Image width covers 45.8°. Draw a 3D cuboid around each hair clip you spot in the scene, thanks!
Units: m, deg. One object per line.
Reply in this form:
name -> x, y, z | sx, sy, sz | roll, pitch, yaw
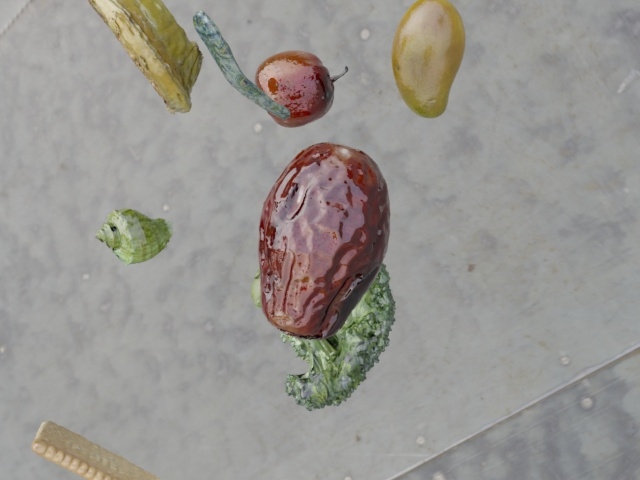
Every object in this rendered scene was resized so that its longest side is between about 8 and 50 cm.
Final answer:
hair clip -> -0.127, -0.267, 1.202 | 0.066, 0.229, 0.036 | 10, 60, 53

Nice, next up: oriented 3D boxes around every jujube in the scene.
jujube -> 0.000, 0.000, 1.129 | 0.197, 0.197, 0.290 | 21, 101, 31

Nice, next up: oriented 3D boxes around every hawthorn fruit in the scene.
hawthorn fruit -> -0.033, -0.321, 1.571 | 0.194, 0.157, 0.157 | -16, 77, 4

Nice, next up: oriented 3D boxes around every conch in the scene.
conch -> -0.288, -0.006, 1.176 | 0.074, 0.121, 0.089 | 14, 105, 59

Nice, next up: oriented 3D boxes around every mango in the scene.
mango -> 0.200, -0.340, 1.419 | 0.136, 0.099, 0.227 | 9, 118, 16

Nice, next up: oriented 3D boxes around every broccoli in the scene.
broccoli -> -0.006, 0.176, 1.583 | 0.302, 0.249, 0.375 | 13, 62, 0

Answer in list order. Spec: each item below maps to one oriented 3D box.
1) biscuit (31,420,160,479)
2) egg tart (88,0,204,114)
biscuit -> -0.389, 0.400, 1.339 | 0.249, 0.160, 0.030 | 33, 83, -13
egg tart -> -0.296, -0.358, 1.331 | 0.115, 0.290, 0.290 | -38, 66, -3
